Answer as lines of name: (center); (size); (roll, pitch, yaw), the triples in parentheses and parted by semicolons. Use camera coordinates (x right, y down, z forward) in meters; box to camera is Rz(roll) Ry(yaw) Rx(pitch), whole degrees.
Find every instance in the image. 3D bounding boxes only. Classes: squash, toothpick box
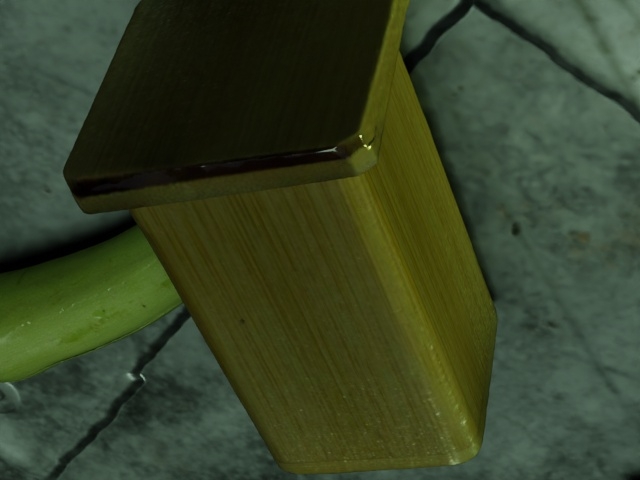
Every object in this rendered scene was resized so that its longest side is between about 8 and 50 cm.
squash: (-0.177, 0.042, 1.231); (0.250, 0.083, 0.083); (-22, 123, 29)
toothpick box: (0.000, 0.000, 1.078); (0.187, 0.190, 0.308); (-7, 133, 19)
